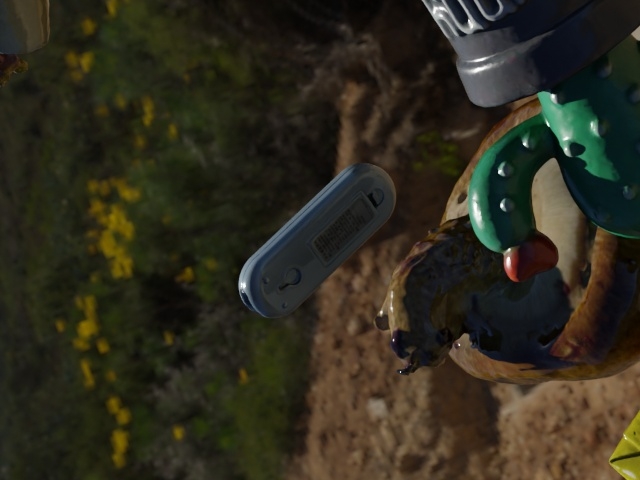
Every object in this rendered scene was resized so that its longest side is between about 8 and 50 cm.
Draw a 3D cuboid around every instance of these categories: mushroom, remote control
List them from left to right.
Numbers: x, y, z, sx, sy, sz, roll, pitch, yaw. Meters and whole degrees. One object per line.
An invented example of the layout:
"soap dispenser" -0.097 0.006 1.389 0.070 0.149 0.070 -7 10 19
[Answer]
"remote control" 0.000 0.000 1.725 0.047 0.244 0.087 24 154 56
"mushroom" 0.224 0.010 1.438 0.345 0.260 0.345 -27 57 53

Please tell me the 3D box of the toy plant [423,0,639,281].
"toy plant" 0.204 -0.141 1.141 0.400 0.279 0.185 53 176 -16

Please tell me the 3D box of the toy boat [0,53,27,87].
"toy boat" -0.483 -0.136 1.566 0.141 0.318 0.099 66 -169 26

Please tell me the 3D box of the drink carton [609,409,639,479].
"drink carton" 0.438 0.262 1.230 0.154 0.111 0.351 22 -169 -46

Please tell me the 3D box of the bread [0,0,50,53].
"bread" -0.196 -0.199 0.738 0.139 0.060 0.178 30 133 34
